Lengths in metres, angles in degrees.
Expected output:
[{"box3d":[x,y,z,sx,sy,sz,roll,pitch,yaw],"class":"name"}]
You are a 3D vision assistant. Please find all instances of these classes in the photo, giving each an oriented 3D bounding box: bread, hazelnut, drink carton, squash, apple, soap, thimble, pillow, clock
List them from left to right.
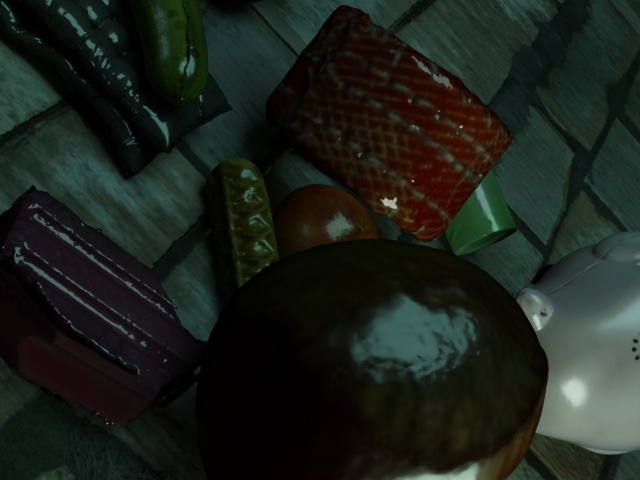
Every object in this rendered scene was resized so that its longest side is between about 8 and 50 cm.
[{"box3d":[-0.255,0.089,1.479,0.289,0.112,0.182,36,36,-21],"class":"soap"},{"box3d":[-0.288,-0.257,1.805,0.326,0.101,0.228,49,29,-5],"class":"pillow"},{"box3d":[-0.212,-0.317,1.791,0.094,0.094,0.341,17,42,-41],"class":"squash"},{"box3d":[-0.097,0.035,1.751,0.077,0.084,0.368,17,44,-33],"class":"bread"},{"box3d":[0.000,0.000,1.842,0.139,0.163,0.163,39,25,30],"class":"apple"},{"box3d":[0.048,0.187,1.500,0.353,0.421,0.421,40,30,17],"class":"hazelnut"},{"box3d":[0.104,-0.173,1.979,0.350,0.230,0.350,37,4,-3],"class":"thimble"},{"box3d":[0.253,-0.058,2.232,0.146,0.144,0.142,-7,73,-52],"class":"drink carton"},{"box3d":[0.450,0.176,2.046,0.376,0.368,0.250,-9,23,-35],"class":"clock"}]

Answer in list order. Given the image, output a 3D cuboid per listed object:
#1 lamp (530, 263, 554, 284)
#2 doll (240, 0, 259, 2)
[{"box3d":[0.459,0.104,2.327,0.283,0.124,0.203,19,34,-43],"class":"lamp"},{"box3d":[-0.173,-0.484,2.139,0.258,0.154,0.228,22,38,-47],"class":"doll"}]
